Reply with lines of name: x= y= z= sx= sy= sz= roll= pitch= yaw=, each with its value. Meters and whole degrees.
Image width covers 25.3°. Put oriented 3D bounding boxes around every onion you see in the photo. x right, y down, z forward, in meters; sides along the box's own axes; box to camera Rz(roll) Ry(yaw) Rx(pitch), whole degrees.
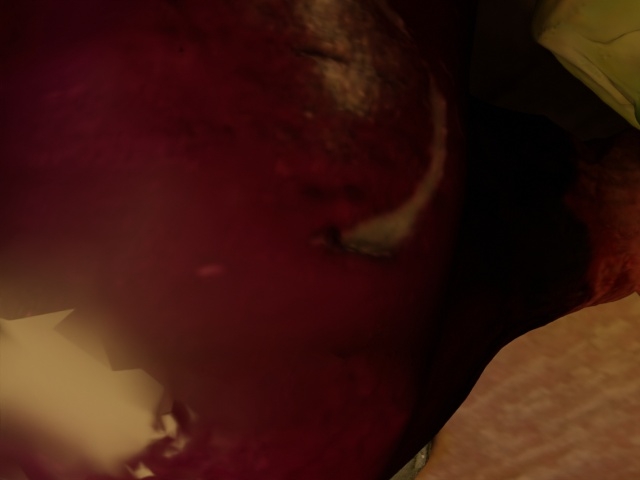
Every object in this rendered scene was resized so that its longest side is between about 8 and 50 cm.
onion: x=0.000 y=0.000 z=0.685 sx=0.420 sy=0.398 sz=0.398 roll=12 pitch=144 yaw=-14

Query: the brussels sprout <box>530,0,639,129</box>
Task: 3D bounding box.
brussels sprout: x=0.202 y=-0.090 z=0.579 sx=0.223 sy=0.161 sz=0.223 roll=28 pitch=164 yaw=8

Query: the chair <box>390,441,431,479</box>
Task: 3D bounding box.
chair: x=-0.105 y=0.150 z=1.030 sx=0.319 sy=0.186 sz=0.160 roll=32 pitch=137 yaw=7
